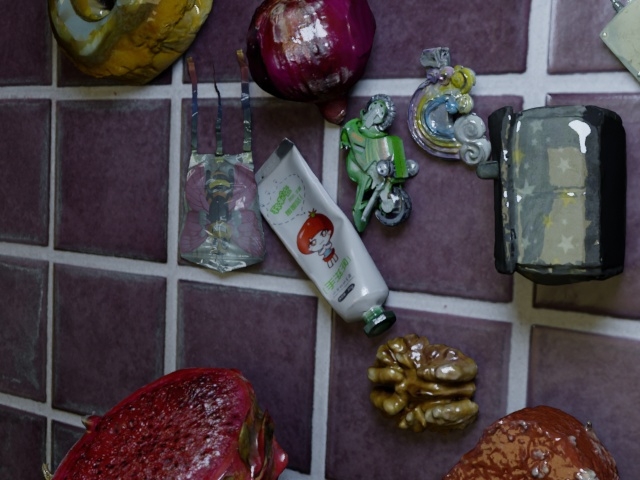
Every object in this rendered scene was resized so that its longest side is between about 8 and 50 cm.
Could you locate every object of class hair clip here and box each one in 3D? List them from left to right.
[{"bbox_3d":[0.172,-0.180,1.154,0.116,0.049,0.172,-3,100,45],"label":"hair clip"}]

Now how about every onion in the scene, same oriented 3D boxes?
[{"bbox_3d":[0.007,-0.256,1.185,0.140,0.195,0.218,-3,126,31],"label":"onion"}]

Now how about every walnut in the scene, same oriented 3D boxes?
[{"bbox_3d":[0.137,0.205,1.180,0.170,0.069,0.142,-4,93,34],"label":"walnut"}]

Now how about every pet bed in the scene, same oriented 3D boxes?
[{"bbox_3d":[0.274,-0.054,1.013,0.159,0.183,0.210,1,93,29],"label":"pet bed"}]

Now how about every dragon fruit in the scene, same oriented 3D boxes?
[{"bbox_3d":[-0.219,0.387,1.271,0.371,0.386,0.249,9,137,54],"label":"dragon fruit"}]

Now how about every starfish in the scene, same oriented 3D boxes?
[{"bbox_3d":[-0.484,0.491,1.588,0.130,0.041,0.132,1,96,38],"label":"starfish"}]

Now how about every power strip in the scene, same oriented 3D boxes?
[{"bbox_3d":[0.422,-0.212,1.004,0.080,0.029,0.226,-44,72,28],"label":"power strip"}]

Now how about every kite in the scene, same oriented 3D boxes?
[{"bbox_3d":[-0.162,-0.126,1.366,0.204,0.022,0.360,3,94,38],"label":"kite"}]

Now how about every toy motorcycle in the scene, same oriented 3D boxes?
[{"bbox_3d":[0.075,-0.111,1.200,0.106,0.074,0.190,-8,89,41],"label":"toy motorcycle"}]

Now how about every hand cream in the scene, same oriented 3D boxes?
[{"bbox_3d":[0.000,0.000,1.261,0.121,0.076,0.336,-47,63,25],"label":"hand cream"}]

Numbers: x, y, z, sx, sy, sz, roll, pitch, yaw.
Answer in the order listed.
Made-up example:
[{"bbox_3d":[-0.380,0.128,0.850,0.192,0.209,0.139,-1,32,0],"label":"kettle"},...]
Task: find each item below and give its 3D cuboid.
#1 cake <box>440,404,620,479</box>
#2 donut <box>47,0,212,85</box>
[{"bbox_3d":[0.252,0.343,1.071,0.177,0.151,0.283,46,110,25],"label":"cake"},{"bbox_3d":[-0.322,-0.419,1.369,0.330,0.160,0.329,5,101,26],"label":"donut"}]
